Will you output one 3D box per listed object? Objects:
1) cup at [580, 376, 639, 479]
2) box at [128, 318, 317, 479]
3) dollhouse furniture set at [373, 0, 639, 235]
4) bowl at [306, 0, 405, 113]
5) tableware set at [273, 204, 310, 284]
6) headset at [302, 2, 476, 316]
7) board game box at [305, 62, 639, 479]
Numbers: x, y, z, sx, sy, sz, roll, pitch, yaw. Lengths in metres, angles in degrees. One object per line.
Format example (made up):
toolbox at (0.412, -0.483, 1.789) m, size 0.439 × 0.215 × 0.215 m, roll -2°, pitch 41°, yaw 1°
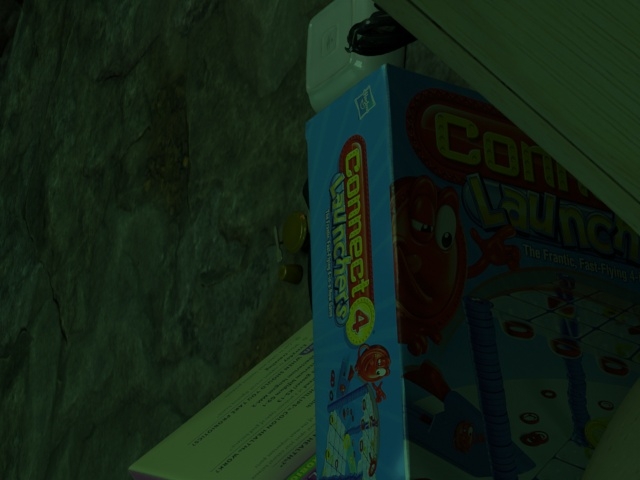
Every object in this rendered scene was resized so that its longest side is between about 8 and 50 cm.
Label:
cup at (0.259, 0.137, 0.569) m, size 0.331 × 0.331 × 0.237 m, roll -57°, pitch 11°, yaw 32°
box at (0.021, 0.166, 0.918) m, size 0.243 × 0.213 × 0.117 m, roll -3°, pitch 118°, yaw 52°
dollhouse furniture set at (0.205, -0.178, 0.603) m, size 0.362 × 0.256 × 0.394 m, roll -51°, pitch -5°, yaw 40°
bowl at (0.031, -0.205, 1.315) m, size 0.142 × 0.053 × 0.142 m, roll -25°, pitch 57°, yaw 54°
tableware set at (0.000, 0.000, 1.323) m, size 0.154 × 0.024 × 0.104 m, roll -39°, pitch 50°, yaw 47°
headset at (0.066, -0.009, 1.006) m, size 0.243 × 0.185 × 0.394 m, roll 44°, pitch 132°, yaw 41°
board game box at (0.144, 0.079, 0.746) m, size 0.086 × 0.308 × 0.302 m, roll -32°, pitch 53°, yaw 51°
